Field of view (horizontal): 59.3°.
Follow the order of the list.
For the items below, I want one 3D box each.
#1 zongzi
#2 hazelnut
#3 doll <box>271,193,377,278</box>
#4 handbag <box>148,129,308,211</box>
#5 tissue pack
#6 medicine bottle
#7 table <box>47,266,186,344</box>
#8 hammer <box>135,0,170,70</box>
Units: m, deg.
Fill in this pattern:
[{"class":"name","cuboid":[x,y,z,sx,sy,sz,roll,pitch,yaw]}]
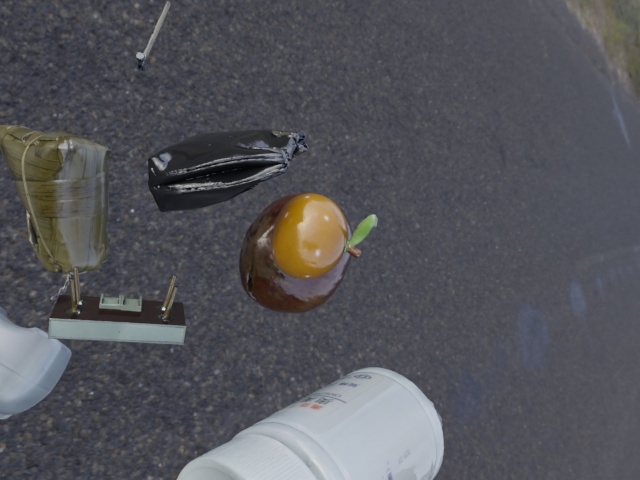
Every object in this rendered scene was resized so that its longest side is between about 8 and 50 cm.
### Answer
[{"class":"zongzi","cuboid":[-0.849,-0.095,1.742,0.218,0.467,0.499,-12,111,-53]},{"class":"hazelnut","cuboid":[-0.094,0.031,1.972,0.402,0.429,0.402,27,19,-10]},{"class":"doll","cuboid":[0.000,0.000,1.363,0.236,0.213,0.213,16,51,0]},{"class":"handbag","cuboid":[-0.185,-0.174,1.257,0.342,0.288,0.152,-62,142,-65]},{"class":"tissue pack","cuboid":[-0.857,0.302,1.465,0.333,0.229,0.235,30,65,1]},{"class":"medicine bottle","cuboid":[-0.001,0.289,0.683,0.332,0.190,0.189,-9,82,-54]},{"class":"table","cuboid":[-0.382,0.121,1.085,0.240,0.121,0.110,6,103,-19]},{"class":"hammer","cuboid":[-0.350,-0.433,1.190,0.017,0.062,0.181,17,66,-6]}]
